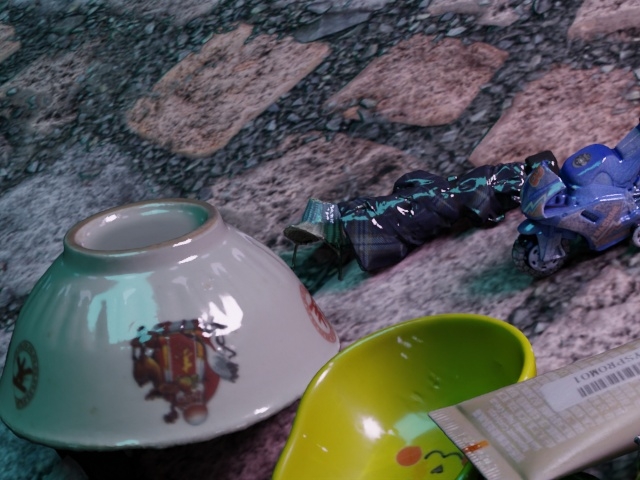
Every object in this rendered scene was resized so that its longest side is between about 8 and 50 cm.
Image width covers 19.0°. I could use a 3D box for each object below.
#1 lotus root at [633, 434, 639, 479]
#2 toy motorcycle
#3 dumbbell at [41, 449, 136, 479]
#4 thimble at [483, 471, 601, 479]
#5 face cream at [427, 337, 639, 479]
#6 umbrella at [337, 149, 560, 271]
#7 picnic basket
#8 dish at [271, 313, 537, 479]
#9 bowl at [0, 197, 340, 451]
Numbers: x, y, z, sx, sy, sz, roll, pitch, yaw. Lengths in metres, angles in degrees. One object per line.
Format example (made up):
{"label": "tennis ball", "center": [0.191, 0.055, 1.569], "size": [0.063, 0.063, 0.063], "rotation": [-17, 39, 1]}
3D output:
{"label": "lotus root", "center": [0.351, 0.198, 1.345], "size": [0.275, 0.160, 0.152], "rotation": [3, 21, 38]}
{"label": "toy motorcycle", "center": [0.259, -0.046, 1.766], "size": [0.205, 0.114, 0.076], "rotation": [-28, 33, 3]}
{"label": "dumbbell", "center": [-0.270, 0.251, 1.788], "size": [0.191, 0.100, 0.100], "rotation": [-42, 35, -18]}
{"label": "thimble", "center": [0.171, 0.228, 1.466], "size": [0.118, 0.130, 0.090], "rotation": [-32, 22, 53]}
{"label": "face cream", "center": [0.265, 0.112, 1.493], "size": [0.341, 0.084, 0.137], "rotation": [-18, 29, -15]}
{"label": "umbrella", "center": [0.130, -0.041, 1.906], "size": [0.224, 0.080, 0.071], "rotation": [-20, 0, 9]}
{"label": "picnic basket", "center": [0.000, 0.000, 1.953], "size": [0.065, 0.083, 0.083], "rotation": [9, 87, 35]}
{"label": "dish", "center": [0.082, 0.185, 1.598], "size": [0.221, 0.108, 0.262], "rotation": [-7, 37, 35]}
{"label": "bowl", "center": [-0.157, 0.055, 1.811], "size": [0.337, 0.157, 0.337], "rotation": [-7, 20, 3]}
